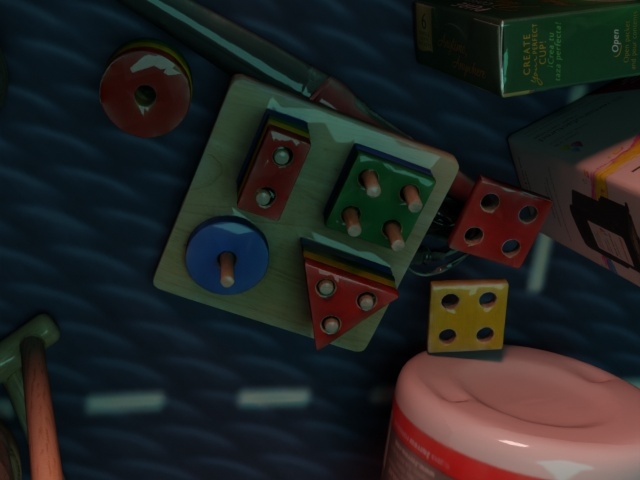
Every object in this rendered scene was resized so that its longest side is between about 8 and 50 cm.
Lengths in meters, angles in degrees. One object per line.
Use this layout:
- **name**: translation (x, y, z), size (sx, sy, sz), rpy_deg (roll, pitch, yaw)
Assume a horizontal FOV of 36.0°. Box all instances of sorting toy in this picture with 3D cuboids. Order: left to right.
- **sorting toy**: translation (0.000, 0.000, 0.537), size (0.274, 0.046, 0.132), rpy_deg (19, 114, -15)

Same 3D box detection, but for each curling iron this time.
- **curling iron**: translation (-0.007, -0.065, 0.546), size (0.274, 0.035, 0.068), rpy_deg (36, 93, -24)

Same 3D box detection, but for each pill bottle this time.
- **pill bottle**: translation (0.105, 0.220, 0.601), size (0.161, 0.161, 0.283), rpy_deg (3, 105, -19)

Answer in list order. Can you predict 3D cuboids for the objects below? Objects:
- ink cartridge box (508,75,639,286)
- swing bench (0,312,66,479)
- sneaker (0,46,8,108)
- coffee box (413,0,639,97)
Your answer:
- **ink cartridge box**: translation (0.207, -0.038, 0.548), size (0.127, 0.175, 0.072), rpy_deg (-27, 113, -9)
- **swing bench**: translation (-0.209, 0.185, 0.437), size (0.254, 0.253, 0.165), rpy_deg (-19, 111, -12)
- **sneaker**: translation (-0.259, -0.099, 0.435), size (0.227, 0.130, 0.087), rpy_deg (5, 101, -48)
- **coffee box**: translation (0.155, -0.119, 0.543), size (0.184, 0.113, 0.040), rpy_deg (-11, 112, -16)
